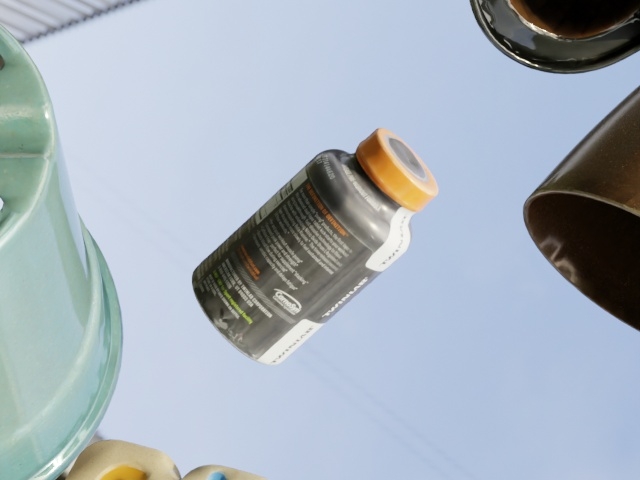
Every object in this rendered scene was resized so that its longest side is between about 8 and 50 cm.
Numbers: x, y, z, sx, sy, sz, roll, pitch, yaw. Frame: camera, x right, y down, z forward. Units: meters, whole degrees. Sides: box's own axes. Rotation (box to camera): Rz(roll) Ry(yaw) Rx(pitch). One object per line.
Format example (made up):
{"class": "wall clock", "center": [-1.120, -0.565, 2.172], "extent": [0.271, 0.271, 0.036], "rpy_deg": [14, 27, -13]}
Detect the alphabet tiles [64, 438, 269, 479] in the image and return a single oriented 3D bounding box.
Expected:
{"class": "alphabet tiles", "center": [-0.088, 0.219, 0.850], "extent": [0.284, 0.021, 0.278], "rpy_deg": [12, -131, 17]}

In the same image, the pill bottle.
{"class": "pill bottle", "center": [0.000, 0.000, 1.797], "extent": [0.246, 0.130, 0.130], "rpy_deg": [-42, -137, 18]}

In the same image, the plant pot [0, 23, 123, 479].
{"class": "plant pot", "center": [-0.317, 0.003, 1.348], "extent": [0.334, 0.341, 0.341], "rpy_deg": [100, -9, -63]}

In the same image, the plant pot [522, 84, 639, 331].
{"class": "plant pot", "center": [0.308, -0.059, 1.417], "extent": [0.215, 0.215, 0.230], "rpy_deg": [14, -117, 53]}

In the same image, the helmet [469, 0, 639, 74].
{"class": "helmet", "center": [0.159, -0.182, 1.063], "extent": [0.161, 0.169, 0.169], "rpy_deg": [4, -106, 67]}
